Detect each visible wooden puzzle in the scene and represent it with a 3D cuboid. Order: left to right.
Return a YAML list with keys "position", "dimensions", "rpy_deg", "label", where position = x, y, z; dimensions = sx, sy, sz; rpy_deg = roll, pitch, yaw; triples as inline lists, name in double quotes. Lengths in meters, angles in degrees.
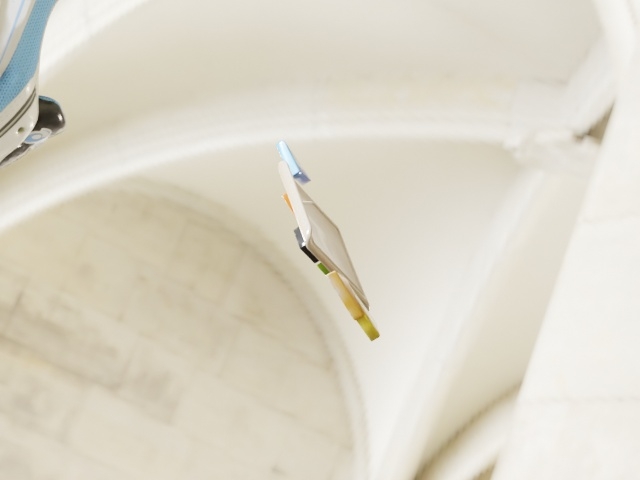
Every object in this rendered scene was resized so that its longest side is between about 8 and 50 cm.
- position: [0.000, 0.000, 0.896]
  dimensions: [0.014, 0.116, 0.078]
  rpy_deg: [-30, -55, 9]
  label: "wooden puzzle"

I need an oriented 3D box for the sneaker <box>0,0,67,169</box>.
- position: [-0.156, -0.037, 0.652]
  dimensions: [0.086, 0.237, 0.085]
  rpy_deg: [34, -3, -14]
  label: "sneaker"
